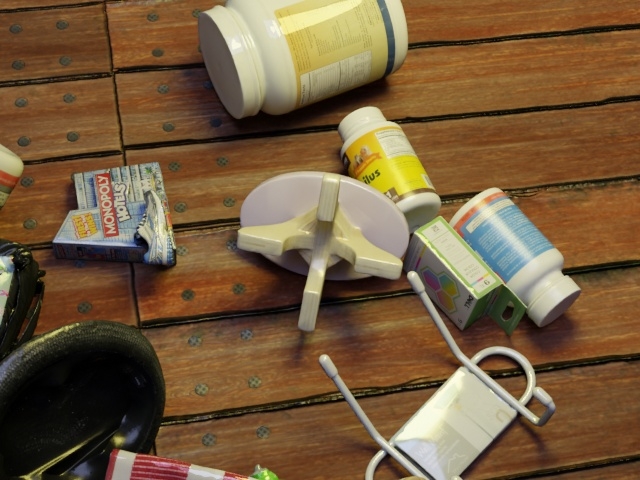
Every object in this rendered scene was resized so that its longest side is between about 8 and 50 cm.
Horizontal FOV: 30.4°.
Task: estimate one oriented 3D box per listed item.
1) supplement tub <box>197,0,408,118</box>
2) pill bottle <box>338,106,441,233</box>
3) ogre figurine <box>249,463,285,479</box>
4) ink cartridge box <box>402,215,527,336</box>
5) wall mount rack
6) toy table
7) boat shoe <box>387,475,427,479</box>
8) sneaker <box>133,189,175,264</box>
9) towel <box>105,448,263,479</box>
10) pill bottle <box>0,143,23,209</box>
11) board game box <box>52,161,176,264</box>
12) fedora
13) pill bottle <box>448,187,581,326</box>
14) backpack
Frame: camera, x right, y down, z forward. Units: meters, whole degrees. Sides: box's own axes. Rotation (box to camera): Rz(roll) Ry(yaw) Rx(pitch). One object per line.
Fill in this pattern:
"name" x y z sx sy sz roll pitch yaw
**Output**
"supplement tub" -0.033 -0.353 2.054 0.316 0.228 0.228 -22 65 -16
"pill bottle" 0.110 -0.119 1.998 0.117 0.117 0.215 -19 64 -15
"ogre figurine" -0.052 0.406 1.701 0.197 0.097 0.118 20 72 19
"ink cartridge box" 0.228 0.072 1.904 0.062 0.109 0.209 -33 69 -25
"wall mount rack" 0.174 0.234 1.798 0.304 0.130 0.350 41 64 17
"toy table" 0.000 0.000 1.856 0.274 0.252 0.161 0 19 6
"boat shoe" 0.114 0.480 1.675 0.103 0.092 0.285 9 76 -39
"sneaker" -0.272 -0.020 1.878 0.058 0.052 0.135 -12 63 -7
"towel" -0.159 0.439 1.644 0.329 0.037 0.237 12 85 6
"pill bottle" -0.616 -0.012 1.740 0.210 0.210 0.362 30 89 12
"board game box" -0.348 -0.041 1.946 0.194 0.060 0.194 -9 62 -11
"fedora" -0.390 0.246 1.696 0.153 0.334 0.334 17 54 44
"pill bottle" 0.318 0.031 1.929 0.124 0.124 0.221 -32 67 -21
"backpack" -0.503 0.100 1.817 0.115 0.152 0.181 10 72 7
